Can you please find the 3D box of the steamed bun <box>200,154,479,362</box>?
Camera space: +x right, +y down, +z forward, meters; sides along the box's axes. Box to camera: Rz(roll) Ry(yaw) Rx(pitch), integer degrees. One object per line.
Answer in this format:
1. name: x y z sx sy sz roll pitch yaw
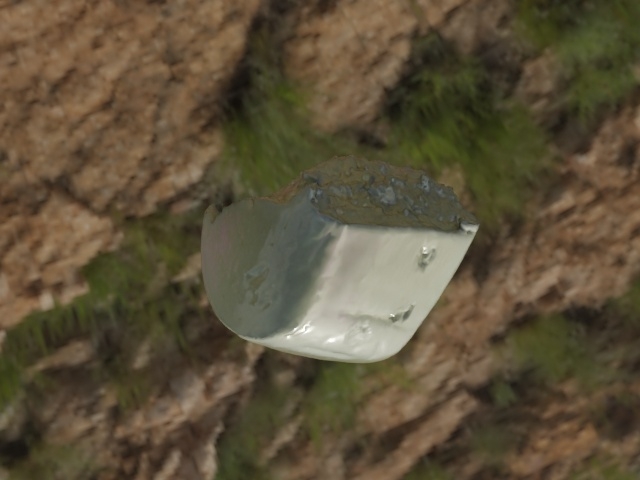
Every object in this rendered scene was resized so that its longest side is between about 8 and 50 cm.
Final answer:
1. steamed bun: 0.000 0.000 1.337 0.225 0.170 0.200 16 112 -53
